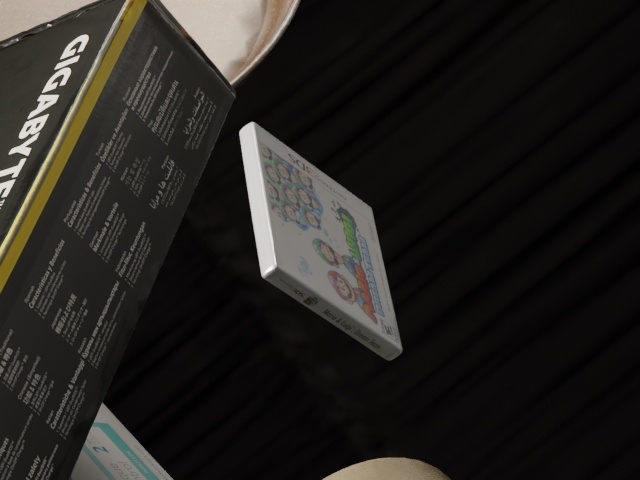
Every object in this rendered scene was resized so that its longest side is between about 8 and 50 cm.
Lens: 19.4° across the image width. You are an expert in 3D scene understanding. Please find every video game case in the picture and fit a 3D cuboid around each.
[{"bbox_3d":[0.000,0.000,1.406,0.143,0.019,0.157,35,-150,-37],"label":"video game case"}]

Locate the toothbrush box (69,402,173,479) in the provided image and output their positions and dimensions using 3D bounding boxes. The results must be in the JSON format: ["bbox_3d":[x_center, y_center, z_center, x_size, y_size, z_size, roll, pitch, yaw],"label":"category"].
[{"bbox_3d":[-0.213,0.203,0.975,0.126,0.295,0.216,7,-155,-46],"label":"toothbrush box"}]

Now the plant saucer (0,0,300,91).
[{"bbox_3d":[-0.158,-0.151,1.158,0.310,0.310,0.050,48,160,36],"label":"plant saucer"}]

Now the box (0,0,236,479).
[{"bbox_3d":[-0.196,0.055,0.780,0.257,0.322,0.079,-17,128,37],"label":"box"}]

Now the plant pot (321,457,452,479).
[{"bbox_3d":[0.100,0.343,1.437,0.274,0.256,0.256,33,162,47],"label":"plant pot"}]
